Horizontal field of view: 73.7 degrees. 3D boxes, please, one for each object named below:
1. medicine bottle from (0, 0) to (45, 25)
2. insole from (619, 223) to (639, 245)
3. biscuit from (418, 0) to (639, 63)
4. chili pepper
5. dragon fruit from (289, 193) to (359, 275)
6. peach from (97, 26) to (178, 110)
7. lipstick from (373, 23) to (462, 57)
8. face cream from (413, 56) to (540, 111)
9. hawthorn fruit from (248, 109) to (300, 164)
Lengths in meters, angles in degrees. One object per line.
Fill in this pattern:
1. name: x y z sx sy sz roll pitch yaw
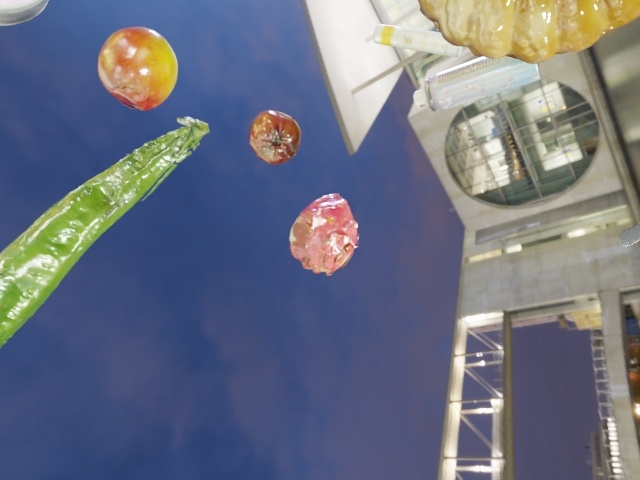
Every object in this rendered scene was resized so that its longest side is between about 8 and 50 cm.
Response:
1. medicine bottle: -0.635 -0.560 0.801 0.240 0.301 0.242 -8 -75 -35
2. insole: 0.647 -0.025 0.837 0.002 0.134 0.045 -125 11 -81
3. biscuit: 0.257 -0.377 0.484 0.107 0.325 0.326 -32 -79 -74
4. chili pepper: -0.263 -0.011 0.458 0.076 0.085 0.359 38 -101 10
5. dragon fruit: 0.000 0.000 1.284 0.189 0.262 0.163 12 -154 -19
6. peach: -0.546 -0.514 1.285 0.230 0.230 0.231 29 -128 -45
7. lipstick: 0.285 -0.587 1.252 0.059 0.263 0.059 -48 -31 -40
8. face cream: 0.295 -0.310 0.829 0.075 0.229 0.075 20 -115 -54
9. hawthorn fruit: -0.064 -0.138 0.572 0.077 0.077 0.077 29 -128 -45
